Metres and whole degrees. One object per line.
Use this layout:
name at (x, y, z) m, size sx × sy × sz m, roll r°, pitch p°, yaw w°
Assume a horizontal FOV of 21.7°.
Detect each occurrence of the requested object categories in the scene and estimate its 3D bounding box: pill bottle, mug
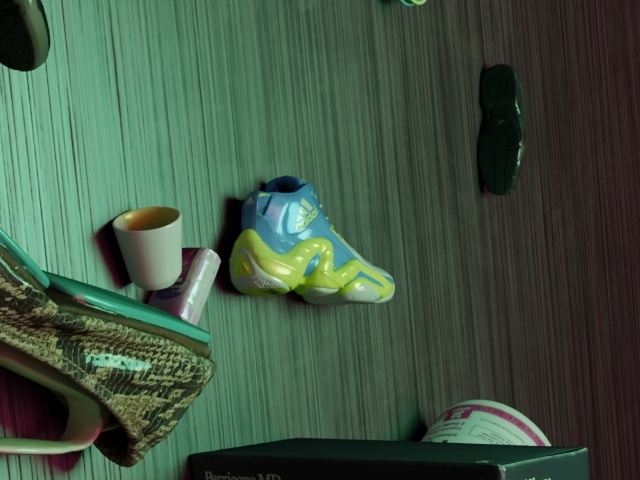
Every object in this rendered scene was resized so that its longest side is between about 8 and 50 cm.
pill bottle at (0.142, 0.315, 1.849) m, size 0.283 × 0.160 × 0.160 m, roll -47°, pitch 126°, yaw -49°
mug at (-0.148, 0.007, 1.515) m, size 0.078 × 0.062 × 0.064 m, roll -31°, pitch 122°, yaw -47°

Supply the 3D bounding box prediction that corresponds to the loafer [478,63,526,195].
loafer at (0.240, -0.137, 2.134) m, size 0.061 × 0.062 × 0.170 m, roll 23°, pitch 70°, yaw -60°

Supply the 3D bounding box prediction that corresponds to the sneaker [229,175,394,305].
sneaker at (0.000, 0.000, 1.716) m, size 0.240 × 0.091 × 0.126 m, roll 11°, pitch 78°, yaw -56°

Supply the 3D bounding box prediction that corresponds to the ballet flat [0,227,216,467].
ballet flat at (-0.255, 0.069, 1.275) m, size 0.483 × 0.164 × 0.182 m, roll 39°, pitch 76°, yaw -51°

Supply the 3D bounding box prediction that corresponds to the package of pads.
package of pads at (-0.128, 0.046, 1.548) m, size 0.032 × 0.050 × 0.083 m, roll 51°, pitch 47°, yaw -43°

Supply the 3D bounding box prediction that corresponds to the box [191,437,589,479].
box at (0.067, 0.348, 1.559) m, size 0.179 × 0.343 × 0.312 m, roll -1°, pitch 89°, yaw -56°

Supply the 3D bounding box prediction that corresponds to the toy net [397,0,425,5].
toy net at (0.049, -0.339, 1.861) m, size 0.232 × 0.045 × 0.122 m, roll 12°, pitch 78°, yaw -56°

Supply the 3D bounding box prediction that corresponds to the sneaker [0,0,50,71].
sneaker at (-0.253, -0.255, 1.341) m, size 0.130 × 0.087 × 0.227 m, roll -45°, pitch 119°, yaw -42°
